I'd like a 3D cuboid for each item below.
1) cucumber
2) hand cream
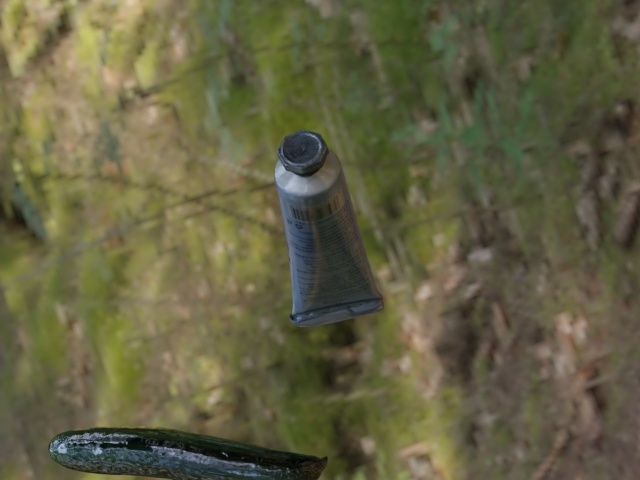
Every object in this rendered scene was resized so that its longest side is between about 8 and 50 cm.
[{"bbox_3d":[-0.130,0.203,1.612,0.056,0.284,0.056,2,-90,-69],"label":"cucumber"},{"bbox_3d":[0.000,0.000,1.498,0.256,0.088,0.055,77,180,-53],"label":"hand cream"}]
